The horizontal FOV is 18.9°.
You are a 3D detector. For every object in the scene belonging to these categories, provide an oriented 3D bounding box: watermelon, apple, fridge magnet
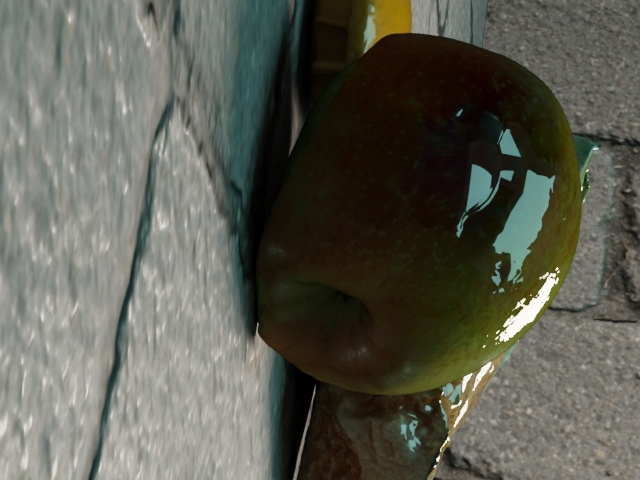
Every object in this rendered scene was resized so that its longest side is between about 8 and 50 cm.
[{"bbox_3d":[0.065,0.050,1.394,0.302,0.151,0.264,-53,164,-43],"label":"watermelon"},{"bbox_3d":[0.061,-0.011,1.144,0.188,0.173,0.207,-66,147,-36],"label":"apple"},{"bbox_3d":[0.027,-0.131,1.257,0.143,0.063,0.143,5,90,-82],"label":"fridge magnet"}]
